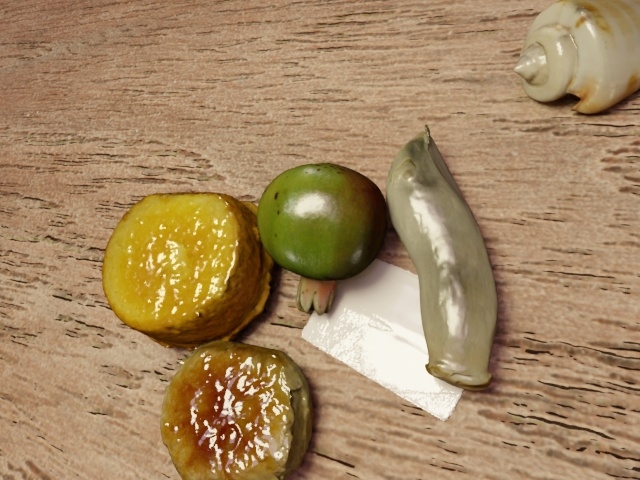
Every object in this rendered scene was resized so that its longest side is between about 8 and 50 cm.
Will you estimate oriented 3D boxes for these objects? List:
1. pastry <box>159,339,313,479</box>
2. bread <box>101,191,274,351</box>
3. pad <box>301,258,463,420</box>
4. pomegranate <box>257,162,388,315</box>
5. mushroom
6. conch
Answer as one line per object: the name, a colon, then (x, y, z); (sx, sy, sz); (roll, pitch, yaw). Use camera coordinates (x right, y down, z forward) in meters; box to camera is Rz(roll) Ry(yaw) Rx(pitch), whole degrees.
pastry: (-0.106, 0.220, 0.601); (0.193, 0.093, 0.182); (-6, 68, 16)
bread: (-0.193, 0.040, 0.688); (0.269, 0.145, 0.268); (-7, 68, 17)
pad: (0.098, 0.114, 0.628); (0.232, 0.004, 0.156); (25, 77, 28)
pomegranate: (0.000, 0.000, 0.630); (0.180, 0.180, 0.209); (12, 97, 24)
mushroom: (0.156, 0.011, 0.600); (0.110, 0.097, 0.351); (-11, 63, 3)
conch: (0.389, -0.277, 0.633); (0.255, 0.127, 0.158); (-26, 60, 6)
